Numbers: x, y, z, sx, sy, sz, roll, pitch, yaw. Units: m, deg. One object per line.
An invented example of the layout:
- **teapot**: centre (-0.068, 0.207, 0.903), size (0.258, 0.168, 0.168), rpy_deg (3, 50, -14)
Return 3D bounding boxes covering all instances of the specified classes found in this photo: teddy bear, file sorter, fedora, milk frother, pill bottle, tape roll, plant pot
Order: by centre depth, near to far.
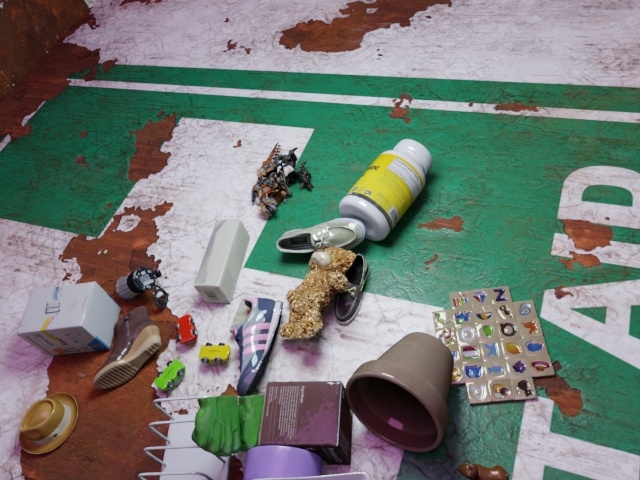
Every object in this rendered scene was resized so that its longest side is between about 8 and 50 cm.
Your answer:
- **tape roll**: centre (-0.092, 0.569, 1.365), size (0.189, 0.189, 0.080), rpy_deg (-4, 52, 13)
- **plant pot**: centre (0.227, 0.358, 1.421), size (0.263, 0.263, 0.229), rpy_deg (16, 42, 26)
- **file sorter**: centre (-0.353, 0.563, 1.456), size (0.193, 0.173, 0.277), rpy_deg (-7, 51, 10)
- **teddy bear**: centre (-0.020, 0.152, 1.673), size (0.338, 0.113, 0.245), rpy_deg (-58, 16, -11)
- **fedora**: centre (-0.830, 0.536, 1.673), size (0.194, 0.079, 0.194), rpy_deg (-8, 52, 11)
- **pill bottle**: centre (0.225, -0.175, 1.846), size (0.188, 0.188, 0.334), rpy_deg (26, 63, 31)
- **milk frother**: centre (-0.596, 0.172, 1.883), size (0.135, 0.129, 0.143), rpy_deg (-23, 74, 43)

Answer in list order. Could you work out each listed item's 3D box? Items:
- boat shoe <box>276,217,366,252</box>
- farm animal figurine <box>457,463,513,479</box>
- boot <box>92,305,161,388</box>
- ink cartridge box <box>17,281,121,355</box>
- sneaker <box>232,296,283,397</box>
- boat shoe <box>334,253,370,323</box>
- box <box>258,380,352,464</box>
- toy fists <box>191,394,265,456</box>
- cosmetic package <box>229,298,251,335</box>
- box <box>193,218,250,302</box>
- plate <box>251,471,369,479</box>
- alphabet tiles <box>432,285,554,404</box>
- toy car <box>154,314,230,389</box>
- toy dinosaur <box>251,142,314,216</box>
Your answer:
- **boat shoe**: centre (0.000, 0.000, 1.804), size (0.302, 0.109, 0.094), rpy_deg (-11, 12, 25)
- **farm animal figurine**: centre (0.363, 0.640, 1.188), size (0.327, 0.172, 0.330), rpy_deg (24, 63, 30)
- **boot**: centre (-0.629, 0.339, 1.784), size (0.248, 0.090, 0.207), rpy_deg (-36, 40, -11)
- **ink cartridge box**: centre (-0.815, 0.259, 1.823), size (0.233, 0.171, 0.168), rpy_deg (-8, 52, 11)
- **sneaker**: centre (-0.209, 0.306, 1.638), size (0.131, 0.112, 0.319), rpy_deg (15, 50, 3)
- **boat shoe**: centre (0.091, 0.145, 1.715), size (0.081, 0.068, 0.227), rpy_deg (7, 56, 21)
- **box**: centre (-0.032, 0.470, 1.436), size (0.203, 0.168, 0.167), rpy_deg (-4, 52, 14)
- **toy fists**: centre (-0.216, 0.473, 1.427), size (0.096, 0.279, 0.142), rpy_deg (-18, 68, 27)
- **cosmetic package**: centre (-0.235, 0.244, 1.751), size (0.060, 0.041, 0.115), rpy_deg (4, 55, 20)
- **box**: centre (-0.325, 0.066, 1.870), size (0.094, 0.113, 0.275), rpy_deg (-1, 52, 17)
- **plate**: centre (-0.022, 0.650, 1.188), size (0.277, 0.045, 0.278), rpy_deg (-6, 55, 5)
- **alphabet tiles**: centre (0.467, 0.280, 1.541), size (0.285, 0.011, 0.342), rpy_deg (-8, 51, 9)
- **toy car**: centre (-0.408, 0.364, 1.702), size (0.239, 0.053, 0.225), rpy_deg (28, 66, 32)
- **toy dinosaur**: centre (-0.164, -0.240, 2.044), size (0.218, 0.164, 0.321), rpy_deg (-18, 71, 22)
